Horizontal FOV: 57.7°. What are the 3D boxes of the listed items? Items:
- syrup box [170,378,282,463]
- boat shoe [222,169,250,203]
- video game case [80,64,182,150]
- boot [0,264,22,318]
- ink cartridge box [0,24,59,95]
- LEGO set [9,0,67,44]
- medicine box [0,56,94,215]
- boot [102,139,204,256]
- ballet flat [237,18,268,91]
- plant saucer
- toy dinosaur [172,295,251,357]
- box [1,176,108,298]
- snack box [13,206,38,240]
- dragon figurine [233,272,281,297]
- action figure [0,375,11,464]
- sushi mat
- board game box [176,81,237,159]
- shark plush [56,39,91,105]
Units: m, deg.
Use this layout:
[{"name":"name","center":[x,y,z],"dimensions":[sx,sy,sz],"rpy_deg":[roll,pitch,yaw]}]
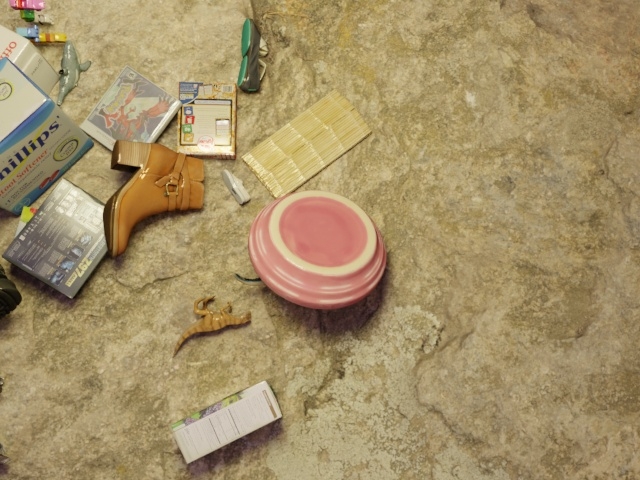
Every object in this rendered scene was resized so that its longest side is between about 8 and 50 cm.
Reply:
[{"name":"syrup box","center":[-0.212,0.413,1.346],"dimensions":[0.237,0.093,0.096],"rpy_deg":[-26,83,-7]},{"name":"boat shoe","center":[-0.211,-0.140,1.469],"dimensions":[0.035,0.035,0.100],"rpy_deg":[-28,79,-35]},{"name":"video game case","center":[-0.476,-0.314,1.459],"dimensions":[0.183,0.023,0.201],"rpy_deg":[35,86,11]},{"name":"boot","center":[-0.870,0.117,1.284],"dimensions":[0.348,0.131,0.260],"rpy_deg":[-32,65,-26]},{"name":"ink cartridge box","center":[-0.824,-0.418,1.389],"dimensions":[0.270,0.197,0.198],"rpy_deg":[29,80,1]},{"name":"LEGO set","center":[-0.678,-0.524,1.423],"dimensions":[0.093,0.227,0.086],"rpy_deg":[-3,101,-14]},{"name":"medicine box","center":[-0.702,-0.223,1.318],"dimensions":[0.149,0.289,0.263],"rpy_deg":[42,81,4]},{"name":"boot","center":[-0.396,-0.091,1.394],"dimensions":[0.220,0.109,0.283],"rpy_deg":[10,78,-34]},{"name":"ballet flat","center":[-0.174,-0.477,1.511],"dimensions":[0.074,0.074,0.203],"rpy_deg":[4,75,-3]},{"name":"plant saucer","center":[0.000,0.000,1.356],"dimensions":[0.333,0.084,0.332],"rpy_deg":[7,52,-9]},{"name":"toy dinosaur","center":[-0.274,0.195,1.393],"dimensions":[0.212,0.064,0.112],"rpy_deg":[-18,84,-6]},{"name":"box","center":[-0.598,-0.004,1.379],"dimensions":[0.183,0.059,0.232],"rpy_deg":[34,75,-11]},{"name":"snack box","center":[-0.685,-0.004,1.411],"dimensions":[0.100,0.037,0.141],"rpy_deg":[12,81,-2]},{"name":"dragon figurine","center":[-0.058,0.073,1.413],"dimensions":[0.289,0.085,0.143],"rpy_deg":[14,78,-6]},{"name":"action figure","center":[-0.796,0.377,1.296],"dimensions":[0.185,0.099,0.284],"rpy_deg":[-19,94,-47]},{"name":"sushi mat","center":[-0.033,-0.248,1.501],"dimensions":[0.317,0.019,0.151],"rpy_deg":[-37,84,-9]},{"name":"board game box","center":[-0.288,-0.306,1.481],"dimensions":[0.147,0.045,0.193],"rpy_deg":[1,81,-3]},{"name":"shark plush","center":[-0.649,-0.420,1.466],"dimensions":[0.073,0.067,0.161],"rpy_deg":[23,80,0]}]
